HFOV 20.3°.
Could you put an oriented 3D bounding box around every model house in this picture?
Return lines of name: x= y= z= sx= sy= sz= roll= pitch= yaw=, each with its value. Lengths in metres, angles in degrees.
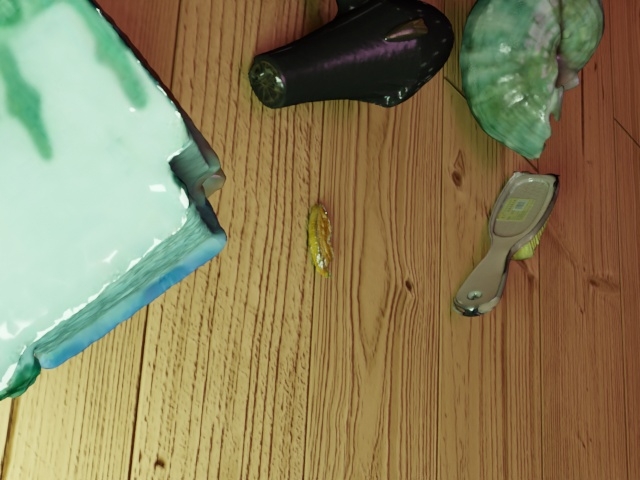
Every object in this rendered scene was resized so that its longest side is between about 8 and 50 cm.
model house: x=-0.213 y=-0.063 z=1.325 sx=0.295 sy=0.251 sz=0.329 roll=51 pitch=6 yaw=5

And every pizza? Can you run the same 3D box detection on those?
pizza: x=0.000 y=0.000 z=1.814 sx=0.037 sy=0.016 sz=0.083 roll=27 pitch=51 yaw=-51

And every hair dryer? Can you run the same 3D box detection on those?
hair dryer: x=-0.016 y=-0.299 z=1.887 sx=0.303 sy=0.120 sz=0.360 roll=-18 pitch=82 yaw=-46

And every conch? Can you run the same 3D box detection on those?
conch: x=0.263 y=-0.242 z=2.232 sx=0.277 sy=0.195 sz=0.220 roll=-101 pitch=-179 yaw=-57

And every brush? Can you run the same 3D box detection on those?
brush: x=0.228 y=0.015 z=2.147 sx=0.313 sy=0.072 sz=0.067 roll=-57 pitch=139 yaw=-52
